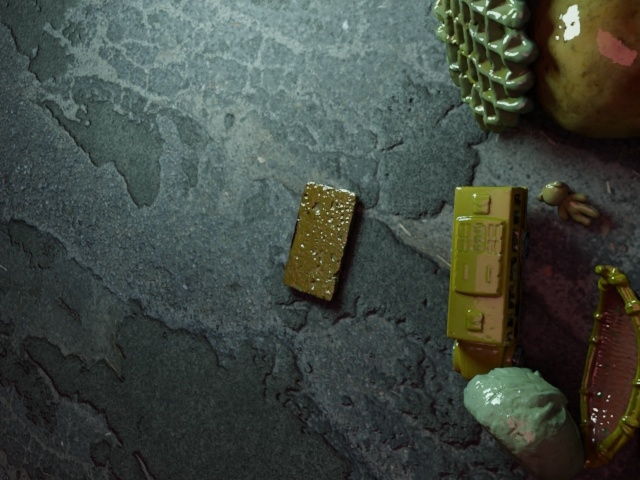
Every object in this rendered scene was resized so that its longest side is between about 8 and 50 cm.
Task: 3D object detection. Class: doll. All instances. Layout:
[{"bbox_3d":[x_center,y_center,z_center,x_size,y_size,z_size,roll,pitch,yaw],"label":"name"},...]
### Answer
[{"bbox_3d":[0.409,-0.059,0.973,0.093,0.051,0.061,54,140,22],"label":"doll"}]

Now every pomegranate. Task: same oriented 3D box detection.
[{"bbox_3d":[0.434,-0.281,0.848,0.281,0.281,0.281,-1,89,29],"label":"pomegranate"}]

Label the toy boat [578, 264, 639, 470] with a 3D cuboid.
[{"bbox_3d":[0.452,0.196,0.906,0.099,0.141,0.318,2,96,-11],"label":"toy boat"}]

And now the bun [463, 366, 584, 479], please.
[{"bbox_3d":[0.325,0.279,0.930,0.126,0.212,0.204,-43,82,-4],"label":"bun"}]

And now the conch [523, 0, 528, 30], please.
[{"bbox_3d":[0.293,-0.439,0.988,0.143,0.137,0.251,156,111,-63],"label":"conch"}]

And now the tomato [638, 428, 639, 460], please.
[{"bbox_3d":[0.612,0.319,0.784,0.335,0.176,0.290,21,102,26],"label":"tomato"}]

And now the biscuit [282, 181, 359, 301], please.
[{"bbox_3d":[0.000,0.000,1.212,0.131,0.025,0.231,18,97,27],"label":"biscuit"}]

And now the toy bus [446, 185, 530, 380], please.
[{"bbox_3d":[0.282,0.073,0.999,0.121,0.123,0.336,4,90,29],"label":"toy bus"}]

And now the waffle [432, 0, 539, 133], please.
[{"bbox_3d":[0.255,-0.328,0.942,0.056,0.292,0.309,-17,83,-1],"label":"waffle"}]
